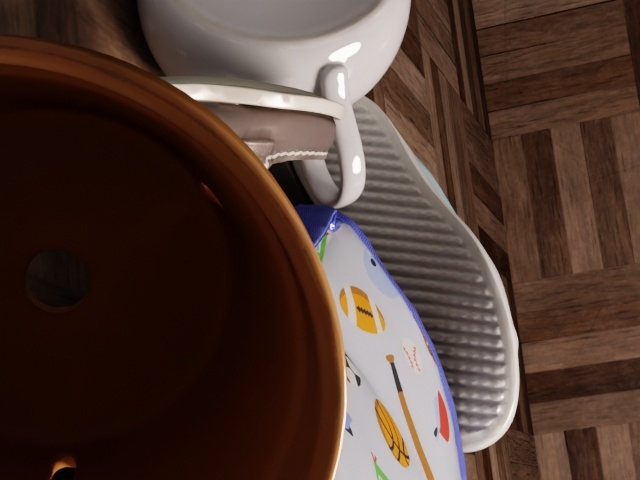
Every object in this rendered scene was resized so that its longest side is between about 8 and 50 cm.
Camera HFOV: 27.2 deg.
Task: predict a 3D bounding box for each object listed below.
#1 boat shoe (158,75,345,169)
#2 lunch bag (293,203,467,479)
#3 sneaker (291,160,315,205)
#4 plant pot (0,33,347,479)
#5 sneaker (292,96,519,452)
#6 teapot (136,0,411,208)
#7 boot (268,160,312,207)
[{"bbox_3d":[-0.105,-0.068,0.924,0.324,0.117,0.096,-3,100,-51],"label":"boat shoe"},{"bbox_3d":[-0.024,0.195,0.951,0.328,0.239,0.385,-56,141,-66],"label":"lunch bag"},{"bbox_3d":[-0.002,0.000,1.367,0.163,0.086,0.226,77,3,-50],"label":"sneaker"},{"bbox_3d":[-0.138,0.040,0.629,0.203,0.291,0.290,-102,178,-76],"label":"plant pot"},{"bbox_3d":[0.095,0.031,1.199,0.150,0.135,0.366,40,26,-58],"label":"sneaker"},{"bbox_3d":[-0.040,-0.183,1.167,0.187,0.253,0.256,97,15,-54],"label":"teapot"},{"bbox_3d":[-0.024,0.026,1.293,0.115,0.112,0.305,-85,159,-71],"label":"boot"}]
